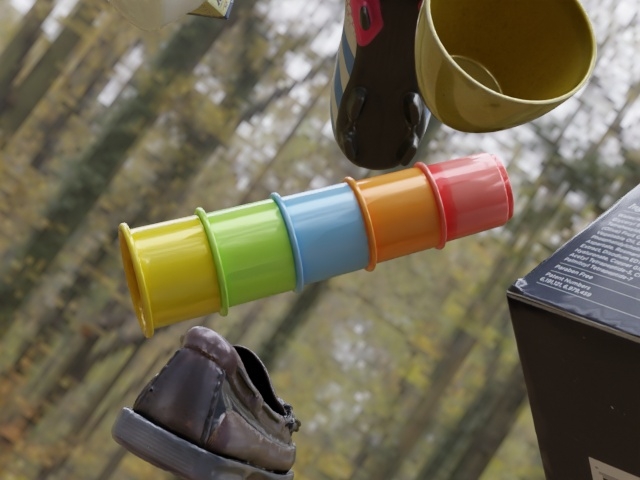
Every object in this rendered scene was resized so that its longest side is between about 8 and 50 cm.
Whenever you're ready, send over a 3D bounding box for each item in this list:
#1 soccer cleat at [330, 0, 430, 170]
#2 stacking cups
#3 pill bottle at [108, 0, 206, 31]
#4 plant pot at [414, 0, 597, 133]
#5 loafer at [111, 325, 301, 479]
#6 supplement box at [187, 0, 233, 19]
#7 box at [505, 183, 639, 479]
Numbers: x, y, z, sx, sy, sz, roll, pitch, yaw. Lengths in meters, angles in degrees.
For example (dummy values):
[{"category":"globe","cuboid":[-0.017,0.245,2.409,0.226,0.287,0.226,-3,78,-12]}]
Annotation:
[{"category":"soccer cleat","cuboid":[0.069,-0.224,1.655,0.116,0.143,0.331,9,-55,-9]},{"category":"stacking cups","cuboid":[0.000,0.000,1.464,0.096,0.316,0.096,168,-90,-77]},{"category":"pill bottle","cuboid":[-0.046,-0.348,1.608,0.204,0.361,0.204,48,-20,24]},{"category":"plant pot","cuboid":[0.121,-0.132,1.330,0.134,0.134,0.095,35,-36,0]},{"category":"loafer","cuboid":[-0.060,0.114,1.264,0.109,0.095,0.302,26,-1,10]},{"category":"supplement box","cuboid":[-0.148,-0.293,2.019,0.083,0.056,0.083,11,-13,29]},{"category":"box","cuboid":[0.328,0.112,1.341,0.179,0.312,0.343,19,-43,43]}]
